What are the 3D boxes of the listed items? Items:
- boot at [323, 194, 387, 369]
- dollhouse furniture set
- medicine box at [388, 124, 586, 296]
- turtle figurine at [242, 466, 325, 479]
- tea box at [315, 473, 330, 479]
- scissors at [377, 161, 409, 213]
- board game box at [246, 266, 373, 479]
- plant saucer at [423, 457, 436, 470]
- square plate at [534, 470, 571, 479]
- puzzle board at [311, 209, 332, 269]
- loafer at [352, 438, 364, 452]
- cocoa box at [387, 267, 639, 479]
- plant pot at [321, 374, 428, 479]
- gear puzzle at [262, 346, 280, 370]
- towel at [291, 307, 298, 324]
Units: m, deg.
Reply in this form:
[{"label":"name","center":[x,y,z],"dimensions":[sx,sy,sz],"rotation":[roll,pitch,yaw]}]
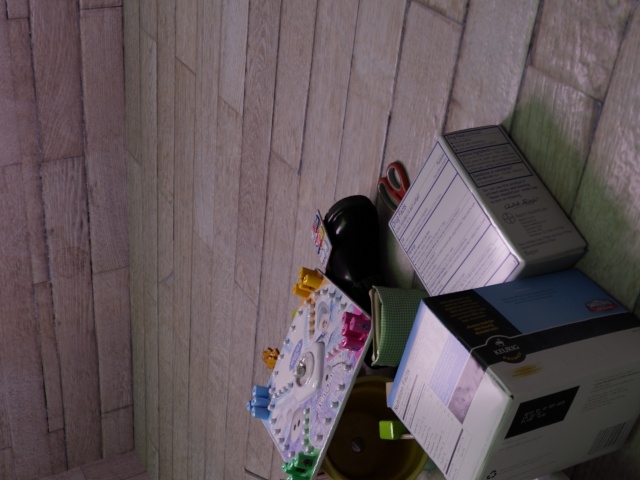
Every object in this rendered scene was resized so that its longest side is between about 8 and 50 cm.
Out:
[{"label":"boot","center":[0.112,0.095,1.917],"dimensions":[0.260,0.131,0.348],"rotation":[-122,22,-43]},{"label":"dollhouse furniture set","center":[0.221,0.230,1.665],"dimensions":[0.151,0.197,0.301],"rotation":[-17,73,54]},{"label":"medicine box","center":[0.287,-0.013,1.544],"dimensions":[0.289,0.149,0.263],"rotation":[62,148,26]},{"label":"turtle figurine","center":[-0.061,0.623,2.355],"dimensions":[0.198,0.275,0.266],"rotation":[-114,10,-63]},{"label":"tea box","center":[0.060,0.797,2.142],"dimensions":[0.323,0.220,0.329],"rotation":[-143,45,-73]},{"label":"scissors","center":[0.208,-0.048,1.811],"dimensions":[0.297,0.021,0.109],"rotation":[55,142,33]},{"label":"board game box","center":[-0.036,0.287,1.887],"dimensions":[0.390,0.050,0.390],"rotation":[-68,23,8]},{"label":"plant saucer","center":[0.209,0.449,1.998],"dimensions":[0.195,0.037,0.195],"rotation":[33,130,51]},{"label":"square plate","center":[0.429,0.471,1.453],"dimensions":[0.344,0.049,0.347],"rotation":[48,173,43]},{"label":"puzzle board","center":[0.000,0.000,1.937],"dimensions":[0.128,0.011,0.096],"rotation":[104,149,-64]},{"label":"loafer","center":[0.075,0.480,2.100],"dimensions":[0.319,0.112,0.111],"rotation":[47,153,9]},{"label":"cocoa box","center":[0.323,0.215,1.353],"dimensions":[0.228,0.347,0.231],"rotation":[49,136,43]},{"label":"plant pot","center":[0.101,0.447,1.924],"dimensions":[0.239,0.254,0.254],"rotation":[112,139,-70]},{"label":"gear puzzle","center":[-0.014,0.373,2.202],"dimensions":[0.339,0.044,0.175],"rotation":[30,133,17]},{"label":"towel","center":[-0.035,0.205,2.306],"dimensions":[0.237,0.021,0.102],"rotation":[140,141,-59]}]
